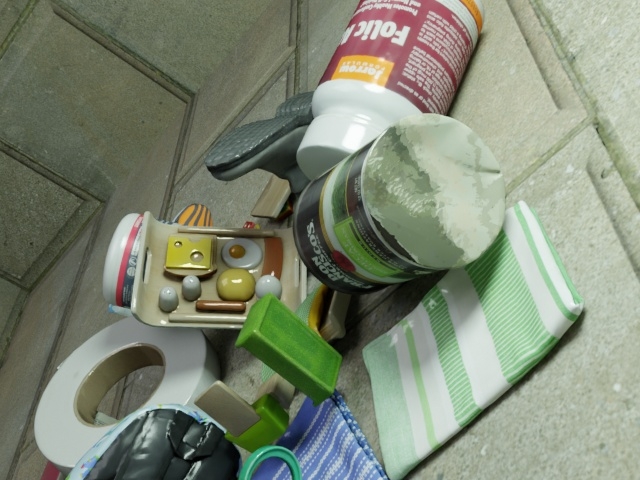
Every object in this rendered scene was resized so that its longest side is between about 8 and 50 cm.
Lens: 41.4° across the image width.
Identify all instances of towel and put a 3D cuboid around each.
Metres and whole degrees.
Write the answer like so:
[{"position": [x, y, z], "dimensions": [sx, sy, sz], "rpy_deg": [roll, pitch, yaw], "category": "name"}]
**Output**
[{"position": [-0.015, 0.360, 1.152], "dimensions": [0.243, 0.040, 0.336], "rpy_deg": [-55, 23, 6], "category": "towel"}, {"position": [0.179, 0.121, 1.084], "dimensions": [0.325, 0.038, 0.248], "rpy_deg": [-46, 26, 23], "category": "towel"}]

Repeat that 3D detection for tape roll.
[{"position": [-0.387, 0.305, 1.694], "dimensions": [0.392, 0.072, 0.392], "rpy_deg": [-18, 37, 14], "category": "tape roll"}]

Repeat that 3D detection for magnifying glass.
[{"position": [-0.079, 0.390, 1.127], "dimensions": [0.026, 0.092, 0.231], "rpy_deg": [-7, 67, 56], "category": "magnifying glass"}]

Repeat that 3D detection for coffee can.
[{"position": [0.098, -0.040, 1.176], "dimensions": [0.201, 0.201, 0.275], "rpy_deg": [-65, 13, -18], "category": "coffee can"}]

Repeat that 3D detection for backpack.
[{"position": [-0.274, 0.416, 1.286], "dimensions": [0.355, 0.290, 0.273], "rpy_deg": [-61, 6, -8], "category": "backpack"}]

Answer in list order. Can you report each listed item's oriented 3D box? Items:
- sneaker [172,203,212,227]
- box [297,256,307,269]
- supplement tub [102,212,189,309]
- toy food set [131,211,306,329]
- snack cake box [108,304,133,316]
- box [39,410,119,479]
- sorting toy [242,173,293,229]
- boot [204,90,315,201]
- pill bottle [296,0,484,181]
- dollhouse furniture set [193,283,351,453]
[{"position": [-0.298, 0.055, 2.021], "dimensions": [0.180, 0.125, 0.321], "rpy_deg": [-12, 60, 53], "category": "sneaker"}, {"position": [0.000, 0.000, 1.597], "dimensions": [0.162, 0.029, 0.116], "rpy_deg": [-5, 55, 63], "category": "box"}, {"position": [-0.279, 0.064, 1.693], "dimensions": [0.191, 0.272, 0.191], "rpy_deg": [-167, 90, -87], "category": "supplement tub"}, {"position": [-0.179, 0.044, 1.546], "dimensions": [0.092, 0.306, 0.219], "rpy_deg": [100, 171, -56], "category": "toy food set"}, {"position": [-0.453, 0.082, 2.160], "dimensions": [0.264, 0.089, 0.152], "rpy_deg": [-87, 11, -76], "category": "snack cake box"}, {"position": [-0.489, 0.491, 1.765], "dimensions": [0.127, 0.149, 0.232], "rpy_deg": [-36, 30, 42], "category": "box"}, {"position": [-0.088, -0.092, 1.863], "dimensions": [0.274, 0.046, 0.132], "rpy_deg": [-61, 24, -11], "category": "sorting toy"}, {"position": [-0.048, -0.117, 1.508], "dimensions": [0.118, 0.222, 0.338], "rpy_deg": [3, 28, 40], "category": "boot"}, {"position": [0.119, -0.269, 1.463], "dimensions": [0.224, 0.224, 0.392], "rpy_deg": [-13, 48, 58], "category": "pill bottle"}, {"position": [-0.072, 0.147, 1.325], "dimensions": [0.197, 0.151, 0.301], "rpy_deg": [-42, 15, 30], "category": "dollhouse furniture set"}]
